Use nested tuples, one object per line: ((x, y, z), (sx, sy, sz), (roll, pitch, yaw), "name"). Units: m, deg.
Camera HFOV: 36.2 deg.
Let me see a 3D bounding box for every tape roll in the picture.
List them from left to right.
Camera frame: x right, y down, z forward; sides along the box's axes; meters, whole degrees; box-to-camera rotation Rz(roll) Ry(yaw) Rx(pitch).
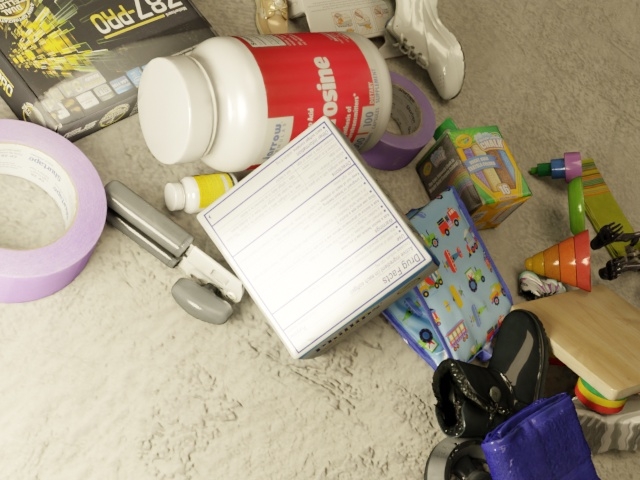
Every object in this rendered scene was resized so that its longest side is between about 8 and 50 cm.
((-0.467, -0.047, 1.471), (0.275, 0.090, 0.274), (13, 56, -20), "tape roll")
((0.125, -0.236, 1.911), (0.189, 0.080, 0.189), (13, 57, -21), "tape roll")

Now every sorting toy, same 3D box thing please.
((0.468, -0.045, 1.956), (0.126, 0.127, 0.365), (-4, 44, 13), "sorting toy")
((0.508, 0.202, 1.778), (0.255, 0.089, 0.257), (-9, 36, -34), "sorting toy")

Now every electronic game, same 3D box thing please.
((0.266, 0.421, 1.593), (0.229, 0.048, 0.229), (19, 48, -23), "electronic game")

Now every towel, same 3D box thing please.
((0.369, 0.424, 1.572), (0.228, 0.076, 0.308), (-18, 89, -41), "towel")
((0.608, -0.073, 2.104), (0.102, 0.021, 0.237), (-13, 68, -33), "towel")

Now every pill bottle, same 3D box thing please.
((-0.200, -0.079, 1.648), (0.116, 0.065, 0.065), (-8, 65, -32), "pill bottle")
((-0.094, -0.240, 1.689), (0.408, 0.229, 0.229), (-12, 67, -36), "pill bottle")

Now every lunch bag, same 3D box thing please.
((0.224, 0.089, 1.743), (0.221, 0.138, 0.293), (-38, 93, -41), "lunch bag")

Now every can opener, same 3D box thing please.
((-0.246, 0.024, 1.553), (0.283, 0.076, 0.095), (36, 50, -2), "can opener")

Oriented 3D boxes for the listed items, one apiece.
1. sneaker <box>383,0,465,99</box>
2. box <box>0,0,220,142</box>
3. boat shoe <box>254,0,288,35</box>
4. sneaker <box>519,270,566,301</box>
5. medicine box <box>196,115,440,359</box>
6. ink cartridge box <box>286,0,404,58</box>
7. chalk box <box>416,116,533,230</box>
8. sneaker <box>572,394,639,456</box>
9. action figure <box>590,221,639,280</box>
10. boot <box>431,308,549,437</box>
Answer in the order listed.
((0.205, -0.426, 2.051), (0.129, 0.111, 0.297), (-24, 89, -18), "sneaker")
((-0.401, -0.359, 1.698), (0.395, 0.097, 0.318), (-33, 83, -38), "box")
((-0.095, -0.462, 1.948), (0.063, 0.059, 0.170), (0, 61, -28), "boat shoe")
((0.426, 0.105, 1.888), (0.098, 0.038, 0.069), (18, 55, -6), "sneaker")
((0.000, 0.000, 1.565), (0.289, 0.263, 0.149), (54, 8, 10), "medicine box")
((0.064, -0.496, 2.052), (0.296, 0.066, 0.261), (-18, 96, -35), "ink cartridge box")
((0.286, -0.137, 1.901), (0.132, 0.132, 0.213), (-9, 67, -32), "chalk box")
((0.484, 0.321, 1.764), (0.281, 0.105, 0.115), (6, 29, -23), "sneaker")
((0.687, 0.031, 1.998), (0.276, 0.141, 0.164), (2, 77, -35), "action figure")
((0.285, 0.218, 1.649), (0.207, 0.094, 0.246), (17, 68, -37), "boot")
